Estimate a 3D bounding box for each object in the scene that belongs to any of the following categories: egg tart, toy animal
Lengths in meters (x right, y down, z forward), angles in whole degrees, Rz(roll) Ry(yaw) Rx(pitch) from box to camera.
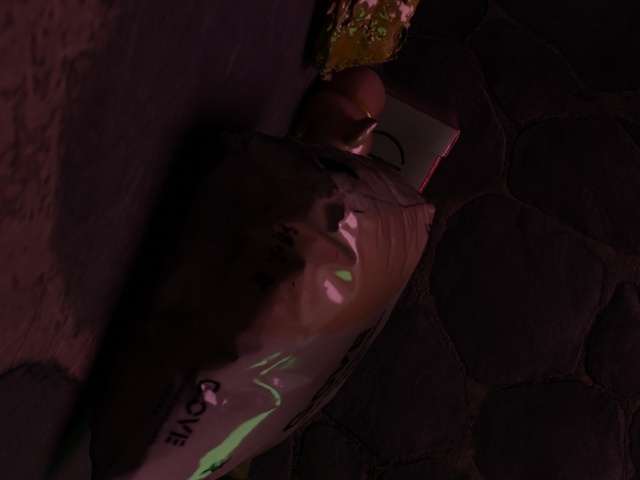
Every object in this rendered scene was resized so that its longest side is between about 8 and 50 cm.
[{"bbox_3d":[0.090,-0.354,0.894,0.315,0.120,0.315,26,90,-90],"label":"egg tart"},{"bbox_3d":[0.037,-0.219,1.135,0.165,0.149,0.248,90,8,-51],"label":"toy animal"}]

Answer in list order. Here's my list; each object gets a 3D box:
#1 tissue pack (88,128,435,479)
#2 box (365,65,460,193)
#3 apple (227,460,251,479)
[{"bbox_3d":[-0.046,0.073,0.676,0.390,0.195,0.375,-9,130,-63],"label":"tissue pack"},{"bbox_3d":[0.161,-0.262,1.708,0.300,0.314,0.312,-62,-179,22],"label":"box"},{"bbox_3d":[-0.222,0.472,1.744,0.295,0.233,0.258,-50,149,-44],"label":"apple"}]
